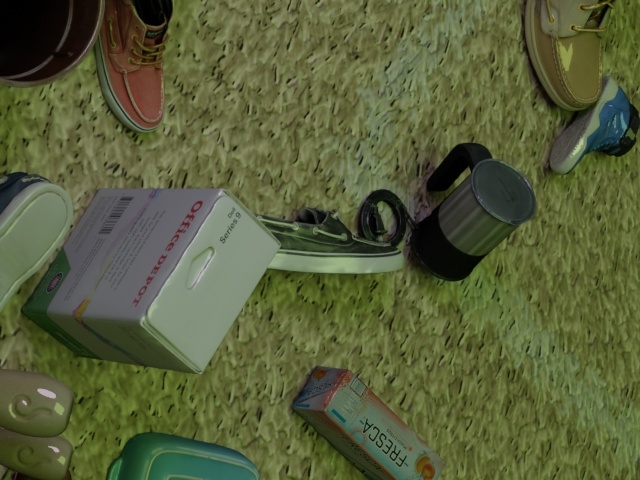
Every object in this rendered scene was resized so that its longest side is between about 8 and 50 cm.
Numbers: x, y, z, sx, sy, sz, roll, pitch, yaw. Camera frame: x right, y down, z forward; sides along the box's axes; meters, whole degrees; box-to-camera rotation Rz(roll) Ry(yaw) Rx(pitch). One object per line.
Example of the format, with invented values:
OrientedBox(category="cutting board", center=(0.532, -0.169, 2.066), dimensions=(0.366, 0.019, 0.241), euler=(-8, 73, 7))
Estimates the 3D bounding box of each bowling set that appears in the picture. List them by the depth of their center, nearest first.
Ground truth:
OrientedBox(category="bowling set", center=(-0.318, 0.240, 1.593), dimensions=(0.154, 0.200, 0.287), euler=(13, 87, 0))

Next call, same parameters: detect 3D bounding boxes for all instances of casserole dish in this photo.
OrientedBox(category="casserole dish", center=(-0.132, 0.261, 1.783), dimensions=(0.188, 0.037, 0.114), euler=(17, 79, -36))

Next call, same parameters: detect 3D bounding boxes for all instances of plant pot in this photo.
OrientedBox(category="plant pot", center=(-0.306, -0.216, 1.565), dimensions=(0.167, 0.165, 0.167), euler=(-1, 91, -37))

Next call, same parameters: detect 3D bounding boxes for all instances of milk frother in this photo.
OrientedBox(category="milk frother", center=(0.136, -0.031, 1.927), dimensions=(0.143, 0.135, 0.129), euler=(-20, 71, -39))

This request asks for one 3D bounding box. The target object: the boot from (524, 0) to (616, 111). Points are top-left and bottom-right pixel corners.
OrientedBox(category="boot", center=(0.339, -0.288, 2.039), dimensions=(0.095, 0.203, 0.261), euler=(-6, 93, -37))

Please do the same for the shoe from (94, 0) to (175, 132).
OrientedBox(category="shoe", center=(-0.179, -0.193, 1.716), dimensions=(0.063, 0.081, 0.178), euler=(-22, 104, -36))

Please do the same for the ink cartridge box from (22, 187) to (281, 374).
OrientedBox(category="ink cartridge box", center=(-0.161, 0.034, 1.648), dimensions=(0.093, 0.212, 0.154), euler=(43, 65, -30))

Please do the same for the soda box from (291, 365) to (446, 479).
OrientedBox(category="soda box", center=(0.054, 0.214, 1.910), dimensions=(0.183, 0.063, 0.058), euler=(46, 64, -28))

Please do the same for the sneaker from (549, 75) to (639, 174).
OrientedBox(category="sneaker", center=(0.343, -0.121, 2.136), dimensions=(0.084, 0.058, 0.152), euler=(43, 58, -20))

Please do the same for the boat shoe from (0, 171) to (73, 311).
OrientedBox(category="boat shoe", center=(-0.338, 0.032, 1.593), dimensions=(0.254, 0.079, 0.095), euler=(-51, 135, -16))

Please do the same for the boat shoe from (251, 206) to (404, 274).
OrientedBox(category="boat shoe", center=(0.000, 0.000, 1.859), dimensions=(0.219, 0.078, 0.070), euler=(3, 89, -36))
